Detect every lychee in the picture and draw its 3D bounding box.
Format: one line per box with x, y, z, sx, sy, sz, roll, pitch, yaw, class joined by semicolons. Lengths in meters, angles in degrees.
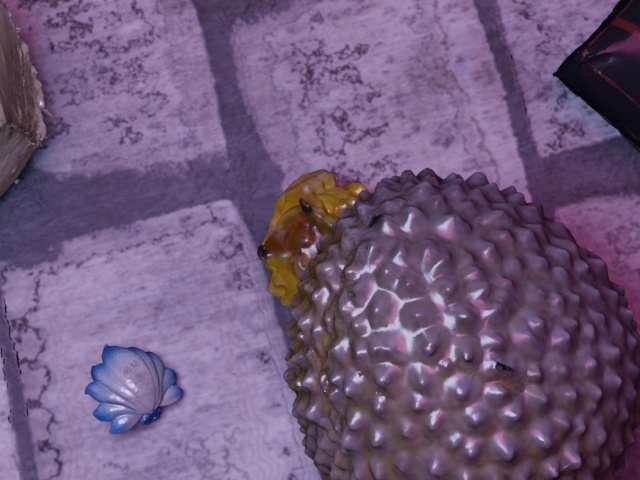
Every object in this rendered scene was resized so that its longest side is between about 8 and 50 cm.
0.141;0.128;1.273;0.380;0.380;0.432;-42;119;-7;lychee

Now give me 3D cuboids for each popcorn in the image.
0.000;0.000;1.436;0.148;0.152;0.167;-6;75;31;popcorn

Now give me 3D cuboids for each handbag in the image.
0.408;-0.219;1.452;0.169;0.155;0.215;42;81;-2;handbag

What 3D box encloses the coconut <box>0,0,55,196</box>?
-0.509;-0.187;1.408;0.360;0.346;0.346;43;82;4;coconut

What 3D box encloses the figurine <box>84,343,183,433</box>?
-0.226;0.165;1.440;0.114;0.079;0.114;2;59;-3;figurine
